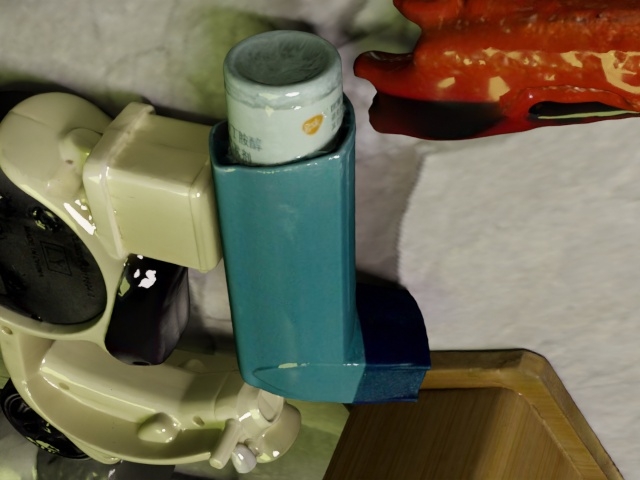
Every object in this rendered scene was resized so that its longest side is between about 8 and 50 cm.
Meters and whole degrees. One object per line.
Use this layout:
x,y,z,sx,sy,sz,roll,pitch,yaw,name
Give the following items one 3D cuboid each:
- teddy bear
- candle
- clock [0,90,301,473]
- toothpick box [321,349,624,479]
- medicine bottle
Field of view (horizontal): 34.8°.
-0.270,0.189,1.008,0.251,0.144,0.171,16,148,2,teddy bear
0.145,-0.077,0.446,0.302,0.059,0.084,5,151,33,candle
-0.155,0.061,0.772,0.276,0.120,0.379,11,138,18,clock
0.069,0.251,0.700,0.190,0.308,0.187,-7,132,38,toothpick box
0.000,0.000,0.608,0.124,0.079,0.258,-8,131,-2,medicine bottle
